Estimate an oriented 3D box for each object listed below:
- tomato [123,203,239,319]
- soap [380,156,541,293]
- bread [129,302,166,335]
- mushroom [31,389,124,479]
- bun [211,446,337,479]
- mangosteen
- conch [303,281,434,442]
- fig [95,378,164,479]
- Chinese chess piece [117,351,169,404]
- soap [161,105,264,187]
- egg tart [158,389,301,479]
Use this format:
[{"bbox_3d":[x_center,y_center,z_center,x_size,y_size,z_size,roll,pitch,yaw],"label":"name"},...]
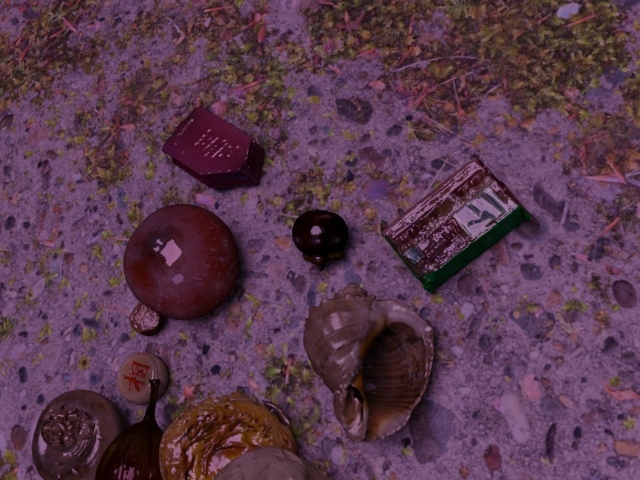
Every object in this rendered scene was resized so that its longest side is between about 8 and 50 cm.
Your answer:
[{"bbox_3d":[-0.323,0.042,1.969,0.270,0.227,0.270,-7,67,18],"label":"tomato"},{"bbox_3d":[0.285,-0.032,1.804,0.273,0.098,0.218,-39,59,6],"label":"soap"},{"bbox_3d":[-0.410,0.187,2.051,0.085,0.053,0.085,-3,78,15],"label":"bread"},{"bbox_3d":[-0.553,0.450,1.938,0.227,0.178,0.226,-4,74,14],"label":"mushroom"},{"bbox_3d":[-0.086,0.578,1.614,0.360,0.211,0.359,-1,77,3],"label":"bun"},{"bbox_3d":[0.000,0.000,1.912,0.140,0.140,0.140,-9,67,21],"label":"mangosteen"},{"bbox_3d":[0.099,0.240,1.736,0.263,0.186,0.324,-4,81,5],"label":"conch"},{"bbox_3d":[-0.406,0.455,1.863,0.191,0.191,0.290,-25,66,13],"label":"fig"},{"bbox_3d":[-0.414,0.321,1.999,0.122,0.051,0.122,-8,67,21],"label":"Chinese chess piece"},{"bbox_3d":[-0.249,-0.215,2.118,0.250,0.099,0.162,32,78,30],"label":"soap"},{"bbox_3d":[-0.188,0.456,1.799,0.297,0.132,0.297,1,78,-5],"label":"egg tart"}]
